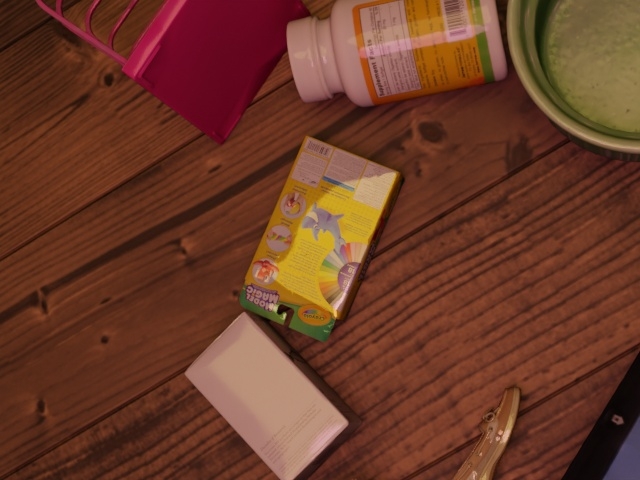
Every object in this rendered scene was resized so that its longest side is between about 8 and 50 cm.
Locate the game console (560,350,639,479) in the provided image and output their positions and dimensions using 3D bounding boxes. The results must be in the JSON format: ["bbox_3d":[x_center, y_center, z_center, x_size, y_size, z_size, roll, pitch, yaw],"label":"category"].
[{"bbox_3d":[0.434,0.270,1.222,0.342,0.060,0.386,33,54,13],"label":"game console"}]

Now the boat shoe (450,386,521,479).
[{"bbox_3d":[0.187,0.235,1.384,0.048,0.056,0.153,23,95,9],"label":"boat shoe"}]

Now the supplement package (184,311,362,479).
[{"bbox_3d":[-0.054,0.185,1.414,0.105,0.105,0.179,-46,77,3],"label":"supplement package"}]

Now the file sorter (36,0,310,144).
[{"bbox_3d":[-0.172,-0.275,1.412,0.182,0.290,0.202,35,90,17],"label":"file sorter"}]

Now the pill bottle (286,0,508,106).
[{"bbox_3d":[0.091,-0.234,1.427,0.245,0.136,0.136,-10,80,11],"label":"pill bottle"}]

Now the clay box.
[{"bbox_3d":[0.000,0.000,1.456,0.127,0.053,0.222,23,89,14],"label":"clay box"}]

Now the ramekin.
[{"bbox_3d":[0.365,-0.233,1.363,0.303,0.148,0.304,-2,82,12],"label":"ramekin"}]

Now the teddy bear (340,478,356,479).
[{"bbox_3d":[-0.002,0.425,1.381,0.245,0.113,0.338,18,94,21],"label":"teddy bear"}]
